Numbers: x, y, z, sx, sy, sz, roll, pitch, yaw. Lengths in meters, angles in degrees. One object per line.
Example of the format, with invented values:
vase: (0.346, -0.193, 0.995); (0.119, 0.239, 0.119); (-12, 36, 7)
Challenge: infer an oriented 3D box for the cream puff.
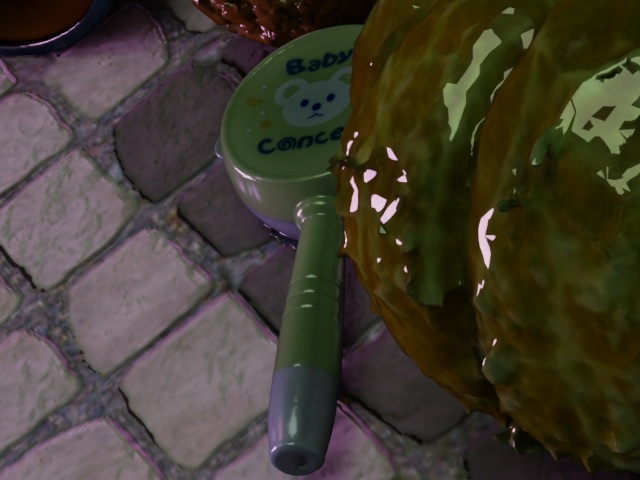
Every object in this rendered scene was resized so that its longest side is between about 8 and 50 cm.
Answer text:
cream puff: (-0.021, -0.156, 1.014); (0.126, 0.144, 0.103); (-7, 58, 51)

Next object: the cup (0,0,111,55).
cup: (-0.199, -0.298, 1.166); (0.307, 0.242, 0.292); (1, 50, 35)

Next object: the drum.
drum: (0.019, -0.008, 0.919); (0.130, 0.049, 0.253); (-22, 44, 9)

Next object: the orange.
orange: (0.161, -0.037, 0.747); (0.301, 0.223, 0.300); (-12, 36, 17)
